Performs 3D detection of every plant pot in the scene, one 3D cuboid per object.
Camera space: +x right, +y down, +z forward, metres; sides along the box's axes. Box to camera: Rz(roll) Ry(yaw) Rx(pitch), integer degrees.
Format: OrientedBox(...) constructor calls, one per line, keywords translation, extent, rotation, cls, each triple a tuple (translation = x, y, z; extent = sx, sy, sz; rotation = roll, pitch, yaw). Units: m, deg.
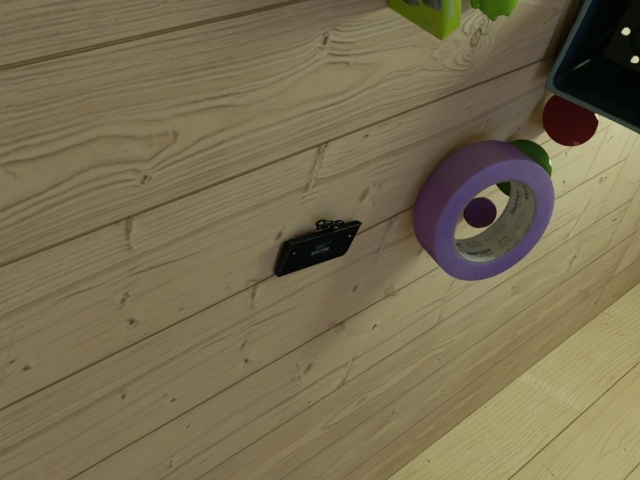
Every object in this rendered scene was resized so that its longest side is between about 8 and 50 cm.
OrientedBox(translation=(0.639, -0.384, 1.622), extent=(0.252, 0.247, 0.247), rotation=(-35, 151, -56), cls="plant pot")

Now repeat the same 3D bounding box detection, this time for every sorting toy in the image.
OrientedBox(translation=(0.441, -0.167, 1.761), extent=(0.365, 0.127, 0.126), rotation=(-47, 180, -1), cls="sorting toy")

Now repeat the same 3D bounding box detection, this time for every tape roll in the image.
OrientedBox(translation=(0.324, -0.057, 1.603), extent=(0.274, 0.090, 0.275), rotation=(-13, 127, -18), cls="tape roll")

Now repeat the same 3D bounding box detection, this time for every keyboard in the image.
OrientedBox(translation=(0.000, 0.000, 1.389), extent=(0.180, 0.023, 0.108), rotation=(-18, 144, -45), cls="keyboard")

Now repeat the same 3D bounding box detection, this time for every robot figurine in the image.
OrientedBox(translation=(0.276, -0.399, 1.263), extent=(0.101, 0.067, 0.115), rotation=(-16, 148, 1), cls="robot figurine")

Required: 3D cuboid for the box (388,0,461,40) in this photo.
OrientedBox(translation=(0.136, -0.363, 1.067), extent=(0.042, 0.109, 0.178), rotation=(-38, 149, -17), cls="box")
